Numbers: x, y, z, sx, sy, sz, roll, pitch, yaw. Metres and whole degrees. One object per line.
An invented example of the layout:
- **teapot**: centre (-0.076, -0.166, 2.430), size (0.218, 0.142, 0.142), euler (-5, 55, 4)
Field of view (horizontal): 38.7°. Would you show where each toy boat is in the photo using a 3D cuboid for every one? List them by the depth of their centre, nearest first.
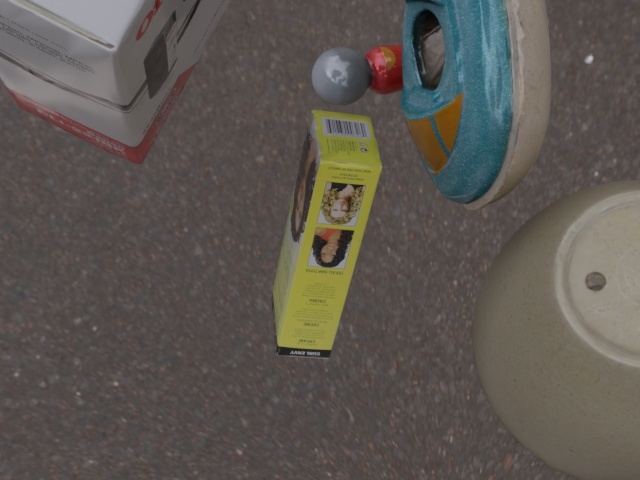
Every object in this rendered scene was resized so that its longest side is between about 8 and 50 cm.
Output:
- **toy boat**: centre (0.108, -0.168, 0.946), size (0.148, 0.318, 0.267), euler (-11, 105, -19)

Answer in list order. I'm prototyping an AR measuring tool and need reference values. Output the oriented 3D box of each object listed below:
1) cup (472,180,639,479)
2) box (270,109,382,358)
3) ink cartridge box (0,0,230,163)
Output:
- **cup**: centre (0.315, 0.070, 0.911), size (0.331, 0.237, 0.330), euler (-4, 70, 10)
- **box**: centre (0.000, 0.000, 0.849), size (0.058, 0.232, 0.087), euler (5, 37, -11)
- **ink cartridge box**: centre (-0.130, -0.185, 0.604), size (0.114, 0.273, 0.197), euler (27, 79, -3)
